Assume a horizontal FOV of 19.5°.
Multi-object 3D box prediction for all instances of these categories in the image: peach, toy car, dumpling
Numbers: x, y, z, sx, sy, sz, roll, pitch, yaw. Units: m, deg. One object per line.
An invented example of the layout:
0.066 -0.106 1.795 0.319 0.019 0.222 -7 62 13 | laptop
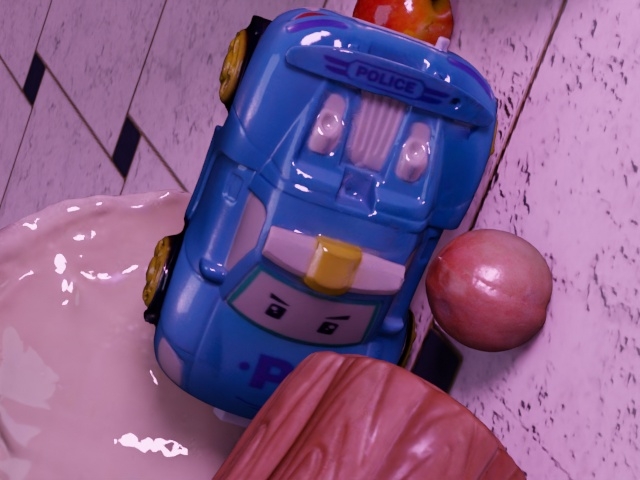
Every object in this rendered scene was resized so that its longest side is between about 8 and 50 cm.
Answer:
0.053 -0.165 1.383 0.098 0.061 0.098 -15 72 53 | peach
0.000 0.000 1.251 0.166 0.198 0.314 -104 34 -69 | toy car
-0.190 0.138 1.454 0.395 0.315 0.233 -65 24 6 | dumpling
0.107 0.032 1.197 0.083 0.083 0.083 -31 54 54 | peach

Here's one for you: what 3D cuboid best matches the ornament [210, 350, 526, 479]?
0.007 0.200 1.134 0.218 0.221 0.235 -53 -20 -29 | ornament
